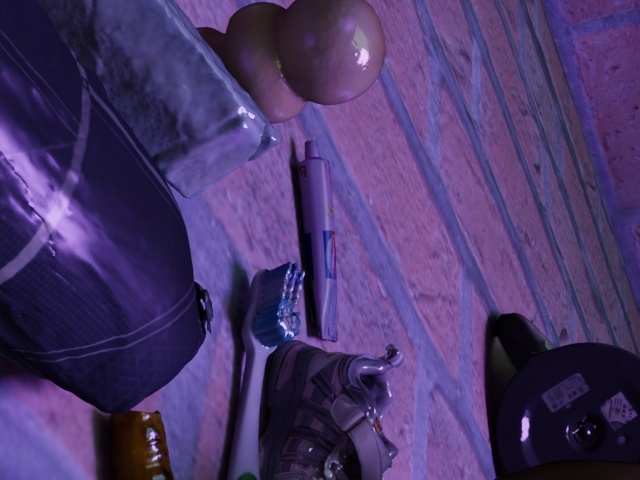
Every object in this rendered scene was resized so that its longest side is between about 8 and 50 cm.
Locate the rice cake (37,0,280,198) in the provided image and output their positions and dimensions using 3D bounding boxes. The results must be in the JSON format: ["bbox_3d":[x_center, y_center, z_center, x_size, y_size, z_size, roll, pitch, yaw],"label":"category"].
[{"bbox_3d":[-0.107,-0.114,0.632,0.206,0.069,0.063,50,11,-21],"label":"rice cake"}]

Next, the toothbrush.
[{"bbox_3d":[-0.050,0.196,0.753,0.042,0.040,0.418,34,49,-36],"label":"toothbrush"}]

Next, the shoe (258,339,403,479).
[{"bbox_3d":[0.011,0.147,0.852,0.180,0.092,0.089,-80,153,-44],"label":"shoe"}]

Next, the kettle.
[{"bbox_3d":[0.347,0.228,1.620,0.321,0.228,0.324,51,8,19],"label":"kettle"}]

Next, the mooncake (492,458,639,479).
[{"bbox_3d":[0.188,0.360,0.709,0.262,0.466,0.467,19,62,-66],"label":"mooncake"}]

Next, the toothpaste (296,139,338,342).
[{"bbox_3d":[0.000,0.000,0.997,0.045,0.028,0.170,30,54,-74],"label":"toothpaste"}]

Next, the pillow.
[{"bbox_3d":[-0.135,-0.036,0.545,0.335,0.092,0.162,59,23,-47],"label":"pillow"}]

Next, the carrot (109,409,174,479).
[{"bbox_3d":[-0.087,0.174,0.648,0.042,0.042,0.171,8,71,-70],"label":"carrot"}]

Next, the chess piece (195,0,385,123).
[{"bbox_3d":[-0.043,-0.100,0.717,0.094,0.170,0.094,-9,90,-71],"label":"chess piece"}]
